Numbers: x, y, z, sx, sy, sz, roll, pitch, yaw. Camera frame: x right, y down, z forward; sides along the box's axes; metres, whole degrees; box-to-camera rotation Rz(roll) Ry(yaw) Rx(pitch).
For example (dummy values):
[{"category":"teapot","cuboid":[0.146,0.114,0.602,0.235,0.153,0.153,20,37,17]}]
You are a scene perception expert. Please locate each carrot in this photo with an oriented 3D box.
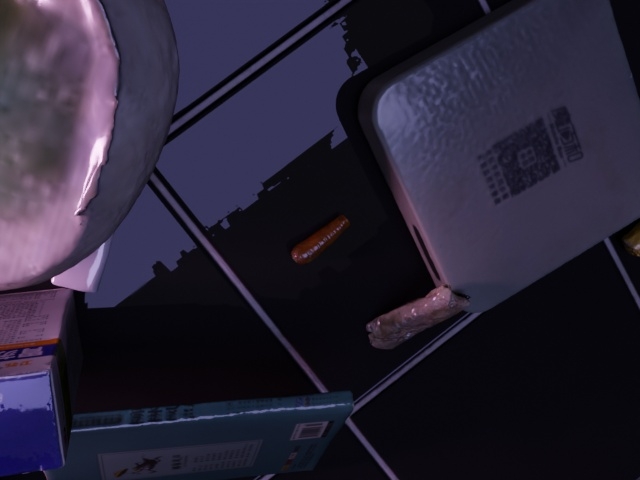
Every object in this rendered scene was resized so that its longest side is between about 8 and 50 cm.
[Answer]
[{"category":"carrot","cuboid":[0.000,0.000,0.965,0.093,0.032,0.032,-39,112,-9]}]

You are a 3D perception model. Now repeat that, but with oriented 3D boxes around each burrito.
[{"category":"burrito","cuboid":[0.133,0.109,0.992,0.051,0.042,0.171,41,134,-20]}]

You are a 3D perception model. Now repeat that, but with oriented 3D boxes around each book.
[{"category":"book","cuboid":[-0.166,0.271,0.909,0.379,0.031,0.264,0,145,-16]}]

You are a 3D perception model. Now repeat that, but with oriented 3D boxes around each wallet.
[{"category":"wallet","cuboid":[-0.297,0.004,0.882,0.061,0.025,0.122,14,101,-21]}]

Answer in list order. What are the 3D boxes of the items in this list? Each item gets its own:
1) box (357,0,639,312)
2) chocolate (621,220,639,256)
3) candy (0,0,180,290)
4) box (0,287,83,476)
[{"category":"box","cuboid":[0.277,-0.129,0.979,0.373,0.090,0.367,-30,112,-7]},{"category":"chocolate","cuboid":[0.564,-0.057,1.092,0.219,0.085,0.086,-38,112,1]},{"category":"candy","cuboid":[-0.352,-0.149,0.737,0.386,0.186,0.427,14,106,-6]},{"category":"box","cuboid":[-0.372,0.145,0.751,0.200,0.299,0.106,-6,104,-15]}]
